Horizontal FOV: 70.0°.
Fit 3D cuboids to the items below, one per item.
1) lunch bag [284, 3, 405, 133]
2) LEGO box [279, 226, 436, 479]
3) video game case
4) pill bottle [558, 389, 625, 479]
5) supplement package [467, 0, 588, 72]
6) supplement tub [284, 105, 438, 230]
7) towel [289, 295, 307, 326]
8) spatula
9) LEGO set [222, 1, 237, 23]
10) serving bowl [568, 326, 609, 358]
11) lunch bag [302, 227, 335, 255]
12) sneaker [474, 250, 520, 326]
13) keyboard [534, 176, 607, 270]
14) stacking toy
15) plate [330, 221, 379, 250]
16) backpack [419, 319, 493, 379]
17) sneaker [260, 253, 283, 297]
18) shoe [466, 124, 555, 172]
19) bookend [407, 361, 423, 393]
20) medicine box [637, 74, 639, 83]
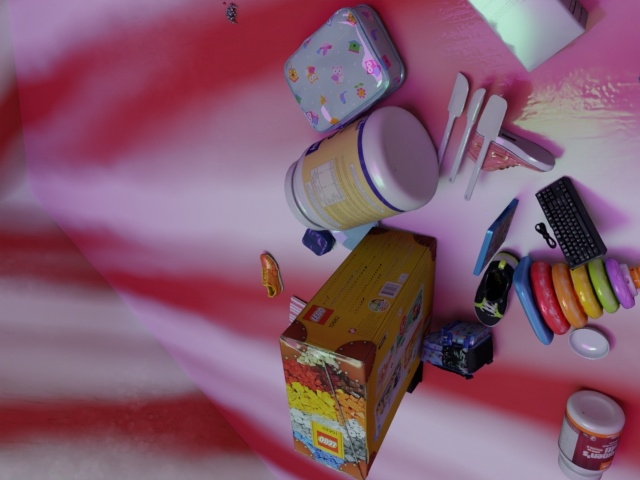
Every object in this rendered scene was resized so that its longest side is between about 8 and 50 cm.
[{"bbox_3d":[0.052,-0.395,1.096,0.279,0.108,0.224,-24,102,48],"label":"lunch bag"},{"bbox_3d":[0.123,0.249,1.152,0.193,0.500,0.373,12,124,26],"label":"LEGO box"},{"bbox_3d":[0.386,-0.009,1.003,0.015,0.166,0.119,27,132,27],"label":"video game case"},{"bbox_3d":[0.656,0.488,1.122,0.121,0.121,0.221,16,126,35],"label":"pill bottle"},{"bbox_3d":[0.356,-0.405,0.787,0.179,0.105,0.105,44,138,-10],"label":"supplement package"},{"bbox_3d":[0.090,-0.157,1.120,0.331,0.241,0.241,-16,105,46],"label":"supplement tub"},{"bbox_3d":[-0.057,0.311,1.725,0.144,0.029,0.197,26,129,28],"label":"towel"},{"bbox_3d":[0.313,-0.215,0.992,0.168,0.019,0.242,54,146,42],"label":"spatula"},{"bbox_3d":[-0.258,-0.645,1.273,0.083,0.023,0.054,55,138,-2],"label":"LEGO set"},{"bbox_3d":[0.621,0.232,1.055,0.083,0.027,0.084,23,131,30],"label":"serving bowl"},{"bbox_3d":[0.000,0.000,1.438,0.098,0.065,0.067,39,121,17],"label":"lunch bag"},{"bbox_3d":[0.416,0.129,1.120,0.084,0.097,0.235,23,130,30],"label":"sneaker"},{"bbox_3d":[0.491,-0.030,0.931,0.108,0.023,0.180,-45,47,47],"label":"keyboard"},{"bbox_3d":[0.574,0.092,0.937,0.301,0.175,0.166,-23,100,34],"label":"stacking toy"},{"bbox_3d":[0.097,-0.052,1.344,0.188,0.024,0.188,23,130,31],"label":"plate"},{"bbox_3d":[0.358,0.283,1.233,0.173,0.158,0.117,2,100,44],"label":"backpack"},{"bbox_3d":[-0.189,0.131,1.693,0.064,0.067,0.175,0,114,44],"label":"sneaker"},{"bbox_3d":[0.397,-0.175,0.966,0.178,0.063,0.081,38,138,25],"label":"shoe"},{"bbox_3d":[0.252,0.416,1.415,0.072,0.156,0.157,18,128,33],"label":"bookend"},{"bbox_3d":[0.660,-0.252,0.609,0.289,0.149,0.264,43,137,13],"label":"medicine box"}]
